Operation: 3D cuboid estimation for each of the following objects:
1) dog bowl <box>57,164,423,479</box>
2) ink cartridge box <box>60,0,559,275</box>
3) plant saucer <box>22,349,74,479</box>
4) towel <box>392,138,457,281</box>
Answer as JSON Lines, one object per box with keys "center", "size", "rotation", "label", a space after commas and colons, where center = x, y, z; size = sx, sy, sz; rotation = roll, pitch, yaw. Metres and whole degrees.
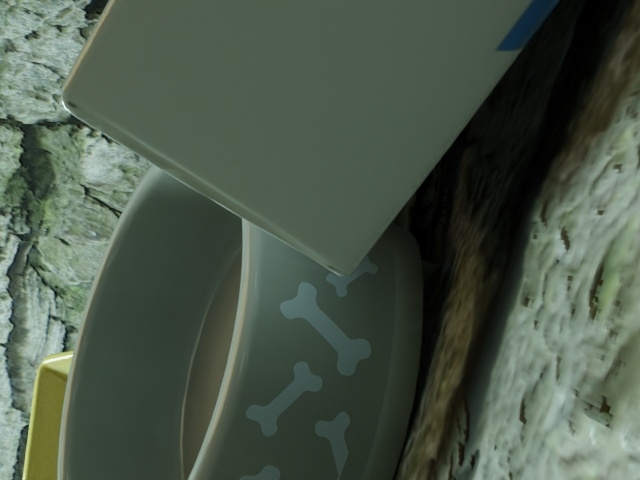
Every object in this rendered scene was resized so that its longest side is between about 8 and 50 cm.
{"center": [-0.074, 0.082, 0.696], "size": [0.349, 0.102, 0.348], "rotation": [-39, 42, 47], "label": "dog bowl"}
{"center": [0.039, -0.202, 0.603], "size": [0.285, 0.166, 0.395], "rotation": [-54, 10, 22], "label": "ink cartridge box"}
{"center": [-0.245, 0.292, 1.300], "size": [0.333, 0.081, 0.332], "rotation": [-15, 65, 40], "label": "plant saucer"}
{"center": [0.000, 0.000, 0.833], "size": [0.324, 0.056, 0.312], "rotation": [-48, 17, 38], "label": "towel"}
